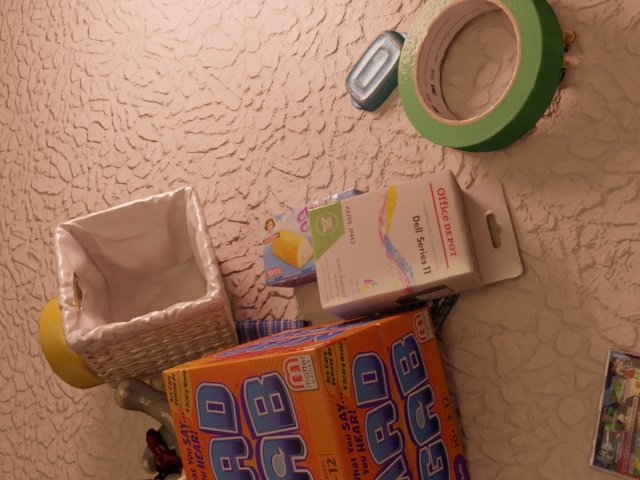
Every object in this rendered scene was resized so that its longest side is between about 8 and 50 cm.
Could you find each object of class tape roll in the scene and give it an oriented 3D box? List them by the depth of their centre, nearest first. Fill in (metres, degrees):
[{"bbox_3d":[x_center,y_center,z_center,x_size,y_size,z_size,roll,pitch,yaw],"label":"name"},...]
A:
[{"bbox_3d":[0.288,-0.327,1.448,0.321,0.077,0.321,-3,85,46],"label":"tape roll"}]

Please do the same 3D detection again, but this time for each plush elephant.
[{"bbox_3d":[-0.300,0.482,1.604,0.330,0.255,0.271,9,127,14],"label":"plush elephant"}]

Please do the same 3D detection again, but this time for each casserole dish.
[{"bbox_3d":[0.119,-0.361,1.642,0.188,0.037,0.114,-50,58,21],"label":"casserole dish"}]

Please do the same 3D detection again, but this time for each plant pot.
[{"bbox_3d":[-0.530,0.220,1.964,0.239,0.254,0.254,-22,70,18],"label":"plant pot"}]

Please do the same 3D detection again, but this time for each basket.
[{"bbox_3d":[-0.377,0.111,1.713,0.331,0.266,0.328,-16,54,-6],"label":"basket"}]

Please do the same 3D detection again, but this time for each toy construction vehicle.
[{"bbox_3d":[0.410,-0.340,1.405,0.086,0.035,0.098,28,102,38],"label":"toy construction vehicle"}]

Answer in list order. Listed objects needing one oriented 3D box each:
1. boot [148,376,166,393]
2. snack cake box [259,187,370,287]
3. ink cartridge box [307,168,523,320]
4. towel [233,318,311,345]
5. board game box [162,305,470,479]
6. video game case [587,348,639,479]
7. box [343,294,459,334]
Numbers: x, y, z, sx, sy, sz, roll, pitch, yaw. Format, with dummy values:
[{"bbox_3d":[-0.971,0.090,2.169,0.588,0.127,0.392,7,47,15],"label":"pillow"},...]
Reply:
[{"bbox_3d":[-0.418,0.323,1.893,0.077,0.165,0.213,41,107,36],"label":"boot"},{"bbox_3d":[0.000,0.000,1.653,0.264,0.089,0.152,-18,74,36],"label":"snack cake box"},{"bbox_3d":[0.170,0.003,1.427,0.354,0.119,0.207,-16,68,17],"label":"ink cartridge box"},{"bbox_3d":[-0.159,0.299,1.772,0.336,0.040,0.243,-6,81,38],"label":"towel"},{"bbox_3d":[0.001,0.344,1.391,0.357,0.356,0.356,-15,88,37],"label":"board game box"},{"bbox_3d":[0.530,0.289,1.231,0.183,0.023,0.201,10,91,39],"label":"video game case"},{"bbox_3d":[0.159,0.127,1.531,0.175,0.051,0.220,37,107,35],"label":"box"}]
